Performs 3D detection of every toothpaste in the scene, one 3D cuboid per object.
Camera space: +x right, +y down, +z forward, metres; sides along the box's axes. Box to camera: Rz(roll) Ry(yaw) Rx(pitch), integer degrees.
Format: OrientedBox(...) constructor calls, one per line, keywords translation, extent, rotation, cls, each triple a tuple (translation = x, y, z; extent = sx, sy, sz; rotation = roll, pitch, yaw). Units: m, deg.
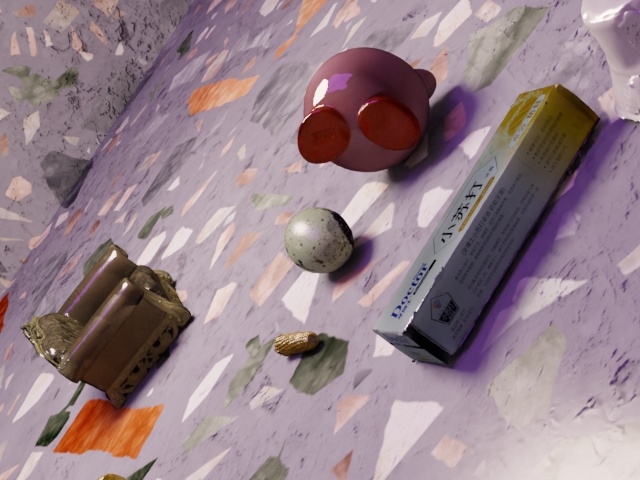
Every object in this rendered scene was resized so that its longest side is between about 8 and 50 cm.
OrientedBox(translation=(0.172, -0.016, 1.281), extent=(0.313, 0.071, 0.089), rotation=(-57, 17, -12), cls="toothpaste")

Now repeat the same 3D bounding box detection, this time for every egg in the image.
OrientedBox(translation=(0.000, 0.000, 1.587), extent=(0.085, 0.085, 0.110), rotation=(-56, 24, -12), cls="egg")

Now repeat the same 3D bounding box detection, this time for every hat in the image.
OrientedBox(translation=(0.333, -0.219, 1.192), extent=(0.203, 0.126, 0.203), rotation=(-39, 23, 21), cls="hat")

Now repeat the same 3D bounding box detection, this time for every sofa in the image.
OrientedBox(translation=(-0.346, 0.114, 1.990), extent=(0.200, 0.182, 0.258), rotation=(-50, 20, 2), cls="sofa")

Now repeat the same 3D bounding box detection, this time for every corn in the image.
OrientedBox(translation=(-0.032, 0.127, 1.527), extent=(0.083, 0.027, 0.028), rotation=(-15, 58, 55), cls="corn")

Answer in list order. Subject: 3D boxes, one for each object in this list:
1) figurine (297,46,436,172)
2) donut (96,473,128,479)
OrientedBox(translation=(0.061, -0.172, 1.632), extent=(0.173, 0.173, 0.173), rotation=(-43, 22, 22), cls="figurine")
OrientedBox(translation=(-0.295, 0.381, 1.597), extent=(0.146, 0.078, 0.181), rotation=(-44, 20, 12), cls="donut")
